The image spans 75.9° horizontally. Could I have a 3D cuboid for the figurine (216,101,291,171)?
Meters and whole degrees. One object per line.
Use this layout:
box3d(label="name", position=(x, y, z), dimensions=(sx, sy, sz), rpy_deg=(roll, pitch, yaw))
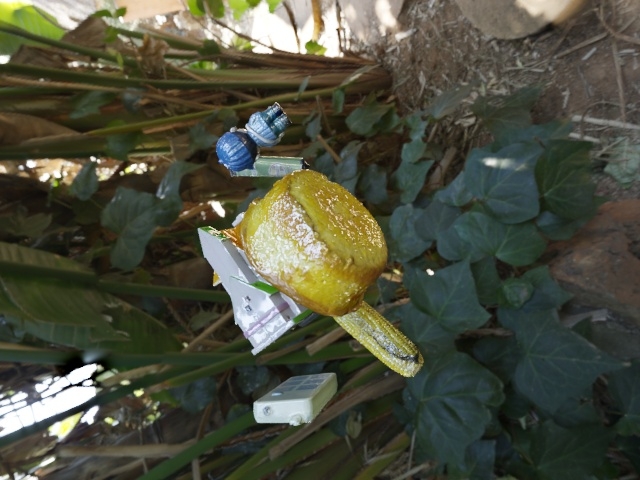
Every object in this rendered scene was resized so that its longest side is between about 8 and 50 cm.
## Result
box3d(label="figurine", position=(-0.122, -0.187, 0.764), dimensions=(0.086, 0.149, 0.087), rpy_deg=(50, -169, -24))

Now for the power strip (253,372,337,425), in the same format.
box3d(label="power strip", position=(-0.043, 0.328, 0.866), dimensions=(0.270, 0.117, 0.046), rpy_deg=(24, -119, -75))

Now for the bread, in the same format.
box3d(label="bread", position=(0.000, 0.000, 0.717), dimensions=(0.145, 0.268, 0.269), rpy_deg=(-44, 65, 32))

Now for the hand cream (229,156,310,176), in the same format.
box3d(label="hand cream", position=(-0.148, -0.209, 1.179), dimensions=(0.086, 0.234, 0.055), rpy_deg=(91, 180, -56))

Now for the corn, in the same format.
box3d(label="corn", position=(0.105, 0.175, 0.779), dimensions=(0.203, 0.072, 0.072), rpy_deg=(38, 150, 27))

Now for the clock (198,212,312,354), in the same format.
box3d(label="clock", position=(-0.143, 0.074, 0.972), dimensions=(0.310, 0.166, 0.235), rpy_deg=(54, -156, 8))

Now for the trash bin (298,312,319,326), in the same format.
box3d(label="trash bin", position=(-0.033, 0.134, 1.263), dimensions=(0.115, 0.165, 0.225), rpy_deg=(51, -176, -14))
